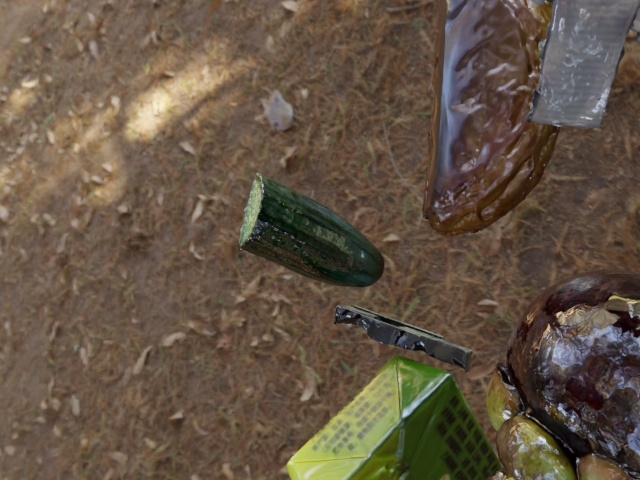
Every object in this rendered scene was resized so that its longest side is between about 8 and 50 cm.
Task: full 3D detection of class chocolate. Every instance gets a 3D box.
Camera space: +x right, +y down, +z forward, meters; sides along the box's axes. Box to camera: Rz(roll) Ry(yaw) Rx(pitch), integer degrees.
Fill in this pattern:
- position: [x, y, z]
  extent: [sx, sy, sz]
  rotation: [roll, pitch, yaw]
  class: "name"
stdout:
- position: [0.121, 0.368, 1.001]
  extent: [0.288, 0.301, 0.137]
  rotation: [-42, 36, -14]
  class: "chocolate"

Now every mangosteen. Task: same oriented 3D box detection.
- position: [0.206, 0.127, 0.445]
  extent: [0.192, 0.192, 0.217]
  rotation: [41, 95, 33]
  class: "mangosteen"

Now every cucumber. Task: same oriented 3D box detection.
- position: [0.000, 0.000, 0.927]
  extent: [0.063, 0.243, 0.115]
  rotation: [9, 77, 66]
  class: "cucumber"

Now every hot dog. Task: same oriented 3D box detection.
- position: [0.138, -0.114, 0.527]
  extent: [0.099, 0.160, 0.227]
  rotation: [8, 90, 1]
  class: "hot dog"

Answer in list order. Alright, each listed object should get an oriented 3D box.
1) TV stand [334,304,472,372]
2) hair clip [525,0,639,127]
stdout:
- position: [0.126, 0.149, 0.986]
  extent: [0.249, 0.042, 0.036]
  rotation: [15, 100, 42]
  class: "TV stand"
- position: [0.142, -0.146, 0.287]
  extent: [0.140, 0.220, 0.054]
  rotation: [12, 58, 14]
  class: "hair clip"
